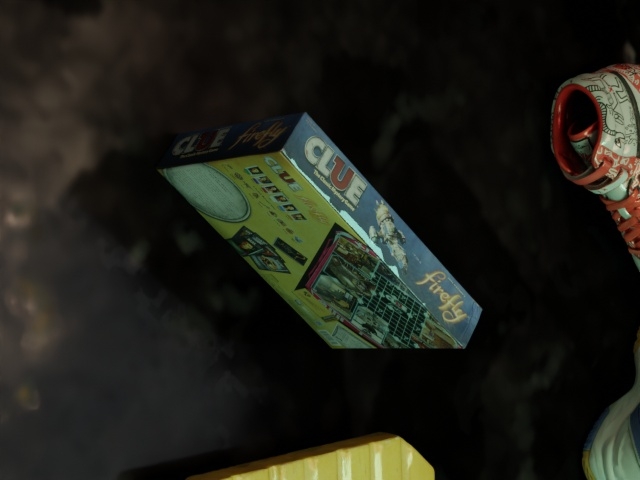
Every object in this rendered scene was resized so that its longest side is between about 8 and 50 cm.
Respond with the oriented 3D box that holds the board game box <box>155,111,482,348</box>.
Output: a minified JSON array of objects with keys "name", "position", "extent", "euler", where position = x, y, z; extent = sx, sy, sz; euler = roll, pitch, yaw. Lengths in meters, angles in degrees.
[{"name":"board game box","position":[0.000,0.000,1.206],"extent":[0.243,0.165,0.042],"euler":[47,59,-29]}]

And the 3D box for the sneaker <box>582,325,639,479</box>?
[{"name":"sneaker","position":[0.394,0.157,1.560],"extent":[0.112,0.131,0.296],"euler":[46,59,-27]}]

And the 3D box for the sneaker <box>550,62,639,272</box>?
[{"name":"sneaker","position":[0.314,-0.048,1.532],"extent":[0.145,0.090,0.270],"euler":[-11,91,-40]}]

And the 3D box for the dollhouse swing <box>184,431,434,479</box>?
[{"name":"dollhouse swing","position":[0.055,0.362,1.166],"extent":[0.347,0.315,0.305],"euler":[-6,111,-40]}]
